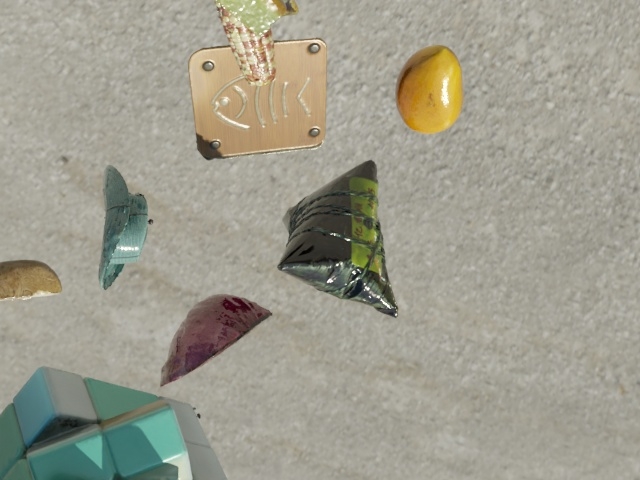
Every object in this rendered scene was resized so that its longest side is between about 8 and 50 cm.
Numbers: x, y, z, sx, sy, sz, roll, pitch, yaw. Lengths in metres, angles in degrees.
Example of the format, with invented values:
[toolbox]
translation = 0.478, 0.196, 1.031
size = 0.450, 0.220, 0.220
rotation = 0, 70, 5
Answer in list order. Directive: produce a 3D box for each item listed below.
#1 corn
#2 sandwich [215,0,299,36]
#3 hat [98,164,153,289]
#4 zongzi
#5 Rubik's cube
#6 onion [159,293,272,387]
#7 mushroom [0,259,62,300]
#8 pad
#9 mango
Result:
[corn]
translation = -0.115, -0.333, 1.266
size = 0.079, 0.079, 0.237
rotation = 9, 135, 25
[sandwich]
translation = -0.124, -0.317, 0.967
size = 0.212, 0.245, 0.063
rotation = 45, 109, 4
[hat]
translation = -0.290, -0.019, 1.305
size = 0.077, 0.191, 0.138
rotation = 1, 161, -10
[zongzi]
translation = 0.000, 0.000, 2.067
size = 0.362, 0.384, 0.319
rotation = 16, 135, -45
[Rubik's cube]
translation = -0.176, 0.248, 0.739
size = 0.224, 0.213, 0.265
rotation = 26, 110, -44
[onion]
translation = -0.237, 0.185, 1.734
size = 0.111, 0.247, 0.250
rotation = 57, 147, -2
[mushroom]
translation = -0.676, 0.091, 1.914
size = 0.209, 0.094, 0.072
rotation = -4, 171, -22
[pad]
translation = -0.127, -0.292, 1.824
size = 0.284, 0.018, 0.287
rotation = -7, 136, -8
[mango]
translation = 0.217, -0.300, 1.734
size = 0.141, 0.102, 0.217
rotation = 47, 149, 21
